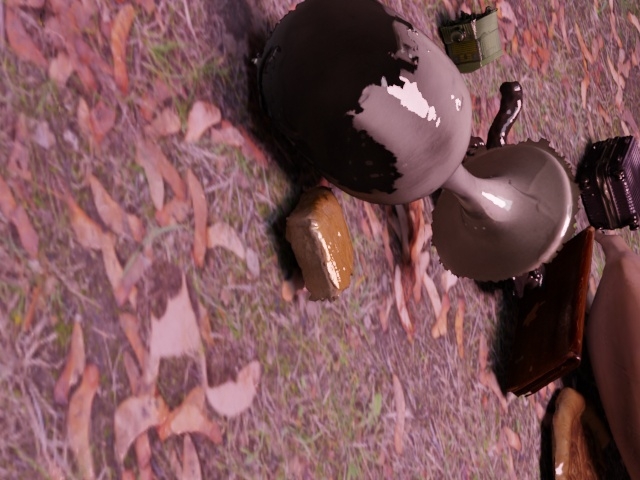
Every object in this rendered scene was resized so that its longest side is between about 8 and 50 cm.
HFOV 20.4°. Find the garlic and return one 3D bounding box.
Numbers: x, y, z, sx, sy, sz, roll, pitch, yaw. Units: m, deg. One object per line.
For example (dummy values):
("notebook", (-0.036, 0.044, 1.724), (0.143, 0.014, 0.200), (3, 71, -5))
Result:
("garlic", (0.408, 0.138, 1.898), (0.246, 0.231, 0.340), (-12, 88, -78))

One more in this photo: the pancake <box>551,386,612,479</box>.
("pancake", (0.274, 0.266, 1.813), (0.212, 0.029, 0.235), (-21, 97, -66))

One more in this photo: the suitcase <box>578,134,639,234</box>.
("suitcase", (0.341, -0.065, 2.060), (0.126, 0.059, 0.086), (-55, 130, -58))

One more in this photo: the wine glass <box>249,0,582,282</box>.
("wine glass", (0.078, -0.077, 1.397), (0.321, 0.143, 0.143), (33, 51, -49))

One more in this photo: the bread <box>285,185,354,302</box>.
("bread", (0.000, 0.000, 1.333), (0.083, 0.035, 0.070), (-67, 140, -61))

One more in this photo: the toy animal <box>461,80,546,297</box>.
("toy animal", (0.168, -0.038, 1.651), (0.232, 0.084, 0.148), (50, 38, -52))

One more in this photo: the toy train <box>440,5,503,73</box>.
("toy train", (0.149, -0.195, 1.730), (0.093, 0.038, 0.056), (-35, 114, -64))

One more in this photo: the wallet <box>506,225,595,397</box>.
("wallet", (0.223, 0.070, 1.713), (0.026, 0.095, 0.176), (37, 41, -22))
